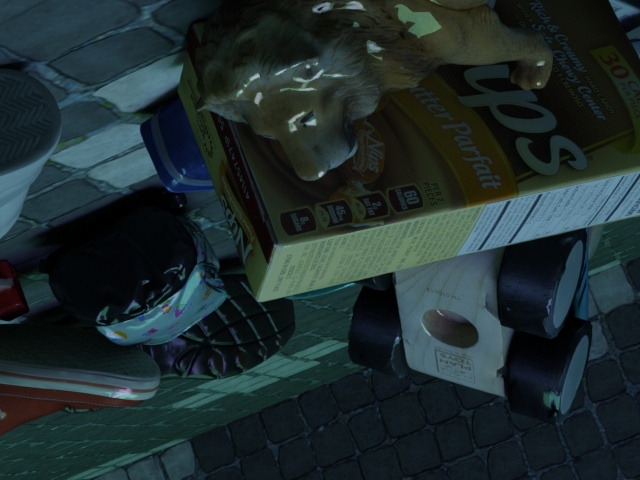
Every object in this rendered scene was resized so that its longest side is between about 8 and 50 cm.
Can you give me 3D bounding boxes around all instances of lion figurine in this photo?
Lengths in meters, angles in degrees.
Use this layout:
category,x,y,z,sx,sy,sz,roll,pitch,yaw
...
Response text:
category,x,y,z,sx,sy,sz,roll,pitch,yaw
lion figurine,0.107,-0.191,0.910,0.240,0.142,0.392,5,139,-48

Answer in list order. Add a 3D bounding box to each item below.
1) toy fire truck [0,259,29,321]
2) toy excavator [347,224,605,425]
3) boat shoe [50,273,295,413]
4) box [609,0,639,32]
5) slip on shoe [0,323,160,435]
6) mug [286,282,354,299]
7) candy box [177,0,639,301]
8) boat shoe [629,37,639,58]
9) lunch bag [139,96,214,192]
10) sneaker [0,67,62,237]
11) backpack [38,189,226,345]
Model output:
category,x,y,z,sx,sy,sz,roll,pitch,yaw
toy fire truck,-0.359,0.057,1.369,0.135,0.047,0.192,-23,167,9
toy excavator,0.213,-0.023,1.568,0.222,0.445,0.433,15,146,21
boat shoe,-0.189,0.102,1.751,0.324,0.122,0.120,-12,-164,-27
box,0.175,-0.169,1.284,0.186,0.038,0.145,-28,166,28
slip on shoe,-0.313,0.142,1.450,0.331,0.101,0.123,-2,-165,7
mug,0.001,-0.002,1.594,0.158,0.097,0.129,-23,169,14
candy box,0.078,-0.083,1.076,0.316,0.183,0.087,-13,155,-20
boat shoe,0.198,-0.110,1.294,0.226,0.083,0.076,-18,-162,1
lunch bag,-0.088,-0.077,1.179,0.065,0.067,0.098,-28,168,31
sneaker,-0.318,-0.010,0.990,0.292,0.108,0.169,-17,165,-24
backpack,-0.164,0.034,1.439,0.152,0.115,0.182,-25,171,6
